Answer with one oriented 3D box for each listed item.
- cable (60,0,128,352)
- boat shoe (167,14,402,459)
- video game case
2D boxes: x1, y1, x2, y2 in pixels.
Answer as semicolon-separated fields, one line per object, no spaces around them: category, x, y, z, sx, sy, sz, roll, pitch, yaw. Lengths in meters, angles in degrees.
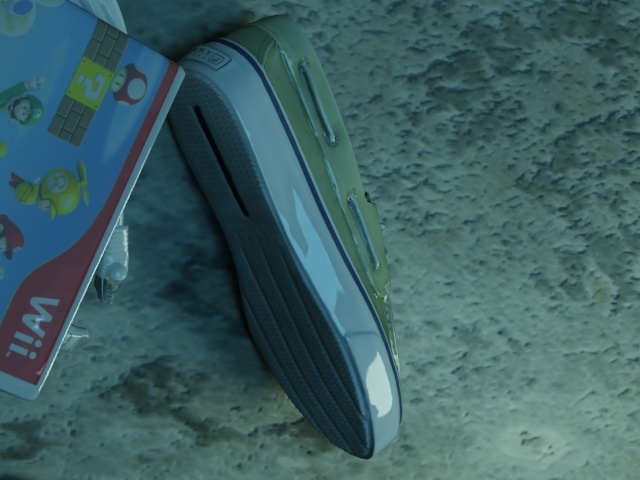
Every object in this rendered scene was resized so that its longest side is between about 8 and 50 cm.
cable;-0.218;-0.071;1.025;0.257;0.089;0.257;6;97;-38
boat shoe;0.000;0.000;1.210;0.094;0.109;0.302;-36;118;-30
video game case;-0.218;-0.058;0.954;0.285;0.025;0.204;28;83;-39
